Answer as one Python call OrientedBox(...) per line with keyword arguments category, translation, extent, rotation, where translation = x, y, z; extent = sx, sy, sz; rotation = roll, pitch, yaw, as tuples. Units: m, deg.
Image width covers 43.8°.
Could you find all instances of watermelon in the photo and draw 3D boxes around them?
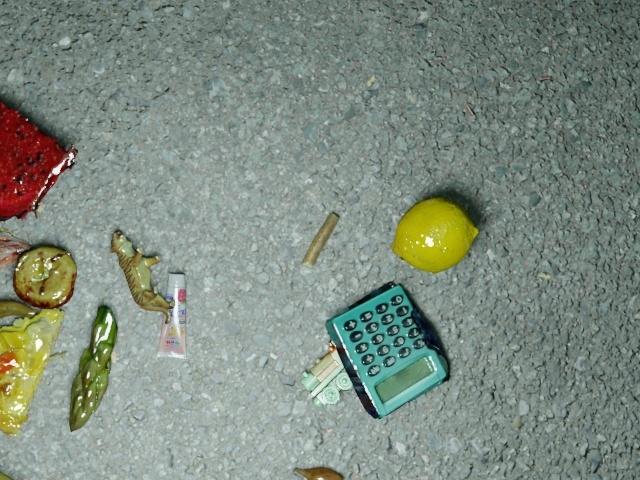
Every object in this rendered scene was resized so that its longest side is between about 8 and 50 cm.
OrientedBox(category="watermelon", translation=(-0.743, 0.016, 1.779), extent=(0.158, 0.121, 0.098), rotation=(-32, 67, -13))

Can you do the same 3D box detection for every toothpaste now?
OrientedBox(category="toothpaste", translation=(-0.340, 0.175, 1.845), extent=(0.067, 0.043, 0.195), rotation=(3, 89, -4))

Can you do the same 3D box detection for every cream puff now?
OrientedBox(category="cream puff", translation=(-0.617, 0.085, 1.796), extent=(0.149, 0.084, 0.149), rotation=(2, 77, -8))

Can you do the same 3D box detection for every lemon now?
OrientedBox(category="lemon", translation=(0.265, -0.012, 1.873), extent=(0.206, 0.173, 0.174), rotation=(-27, 88, 7))

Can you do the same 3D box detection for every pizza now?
OrientedBox(category="pizza", translation=(-0.694, 0.250, 1.774), extent=(0.280, 0.075, 0.288), rotation=(41, 81, -2))

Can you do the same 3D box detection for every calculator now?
OrientedBox(category="calculator", translation=(0.161, 0.249, 1.847), extent=(0.248, 0.058, 0.274), rotation=(-24, 85, -34))

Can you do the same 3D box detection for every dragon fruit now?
OrientedBox(category="dragon fruit", translation=(-0.750, -0.178, 1.798), extent=(0.343, 0.100, 0.282), rotation=(36, 83, 1))

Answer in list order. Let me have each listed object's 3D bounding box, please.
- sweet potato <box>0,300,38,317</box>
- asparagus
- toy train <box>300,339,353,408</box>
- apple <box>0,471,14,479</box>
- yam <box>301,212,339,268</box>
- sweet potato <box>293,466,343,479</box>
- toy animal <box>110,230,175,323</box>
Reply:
OrientedBox(category="sweet potato", translation=(-0.755, 0.151, 1.776), extent=(0.249, 0.059, 0.069), rotation=(14, 86, 5))
OrientedBox(category="asparagus", translation=(-0.510, 0.293, 1.794), extent=(0.080, 0.080, 0.287), rotation=(17, 79, -5))
OrientedBox(category="toy train", translation=(0.031, 0.304, 1.863), extent=(0.176, 0.074, 0.118), rotation=(-42, 83, -8))
OrientedBox(category="apple", translation=(-0.783, 0.644, 1.547), extent=(0.473, 0.473, 0.474), rotation=(1, 84, -7))
OrientedBox(category="yam", translation=(0.000, 0.000, 1.909), extent=(0.032, 0.032, 0.145), rotation=(30, 80, -3))
OrientedBox(category="sweet potato", translation=(-0.007, 0.549, 1.847), extent=(0.117, 0.049, 0.049), rotation=(16, 82, 6))
OrientedBox(category="toy animal", translation=(-0.407, 0.084, 1.827), extent=(0.099, 0.056, 0.241), rotation=(-19, 94, 36))
